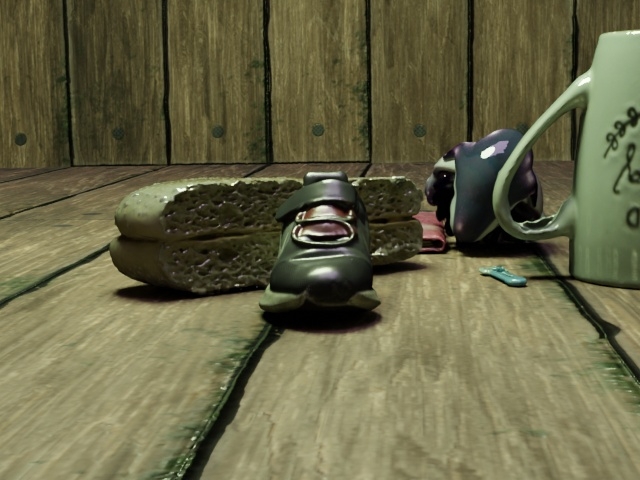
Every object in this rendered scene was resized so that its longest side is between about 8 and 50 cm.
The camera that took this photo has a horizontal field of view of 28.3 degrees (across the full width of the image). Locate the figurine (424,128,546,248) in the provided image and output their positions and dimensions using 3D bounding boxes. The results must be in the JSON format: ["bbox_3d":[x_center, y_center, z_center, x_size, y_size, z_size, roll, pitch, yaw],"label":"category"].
[{"bbox_3d":[0.198,-0.058,1.450,0.145,0.145,0.222,0,5,11],"label":"figurine"}]

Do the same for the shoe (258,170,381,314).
[{"bbox_3d":[0.000,0.000,1.067,0.099,0.112,0.227,0,5,1],"label":"shoe"}]

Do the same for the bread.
[{"bbox_3d":[-0.064,-0.016,1.256,0.337,0.101,0.183,-5,8,-38],"label":"bread"}]

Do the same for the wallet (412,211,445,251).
[{"bbox_3d":[0.087,-0.010,1.507,0.119,0.025,0.232,0,8,4],"label":"wallet"}]

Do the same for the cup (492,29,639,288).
[{"bbox_3d":[0.290,-0.078,1.195,0.258,0.234,0.186,-3,6,3],"label":"cup"}]

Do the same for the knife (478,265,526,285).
[{"bbox_3d":[0.174,0.032,1.199,0.027,0.010,0.096,-2,7,-9],"label":"knife"}]
